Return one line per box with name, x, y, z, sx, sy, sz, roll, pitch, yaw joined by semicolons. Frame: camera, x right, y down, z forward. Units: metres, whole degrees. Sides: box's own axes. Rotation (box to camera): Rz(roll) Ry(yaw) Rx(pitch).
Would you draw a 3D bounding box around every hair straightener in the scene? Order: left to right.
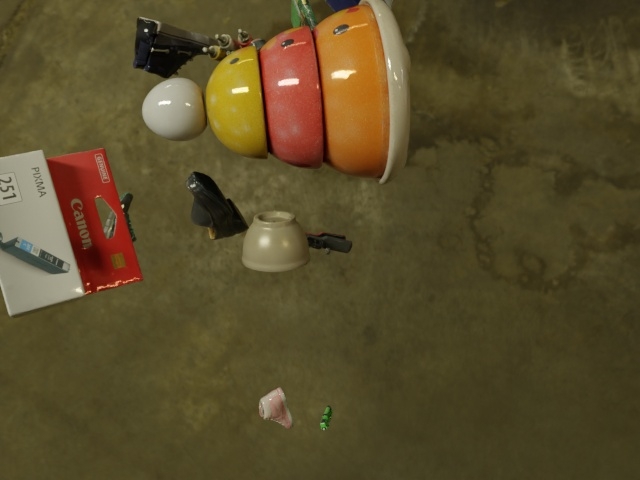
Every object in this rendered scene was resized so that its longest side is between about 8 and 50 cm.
hair straightener;0.000;0.000;1.851;0.089;0.230;0.047;41;110;50

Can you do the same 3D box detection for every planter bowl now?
planter bowl;-0.105;-0.006;1.545;0.162;0.109;0.162;-1;20;0

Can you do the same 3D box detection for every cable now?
cable;-0.171;-0.447;1.638;0.139;0.287;0.072;-20;84;13

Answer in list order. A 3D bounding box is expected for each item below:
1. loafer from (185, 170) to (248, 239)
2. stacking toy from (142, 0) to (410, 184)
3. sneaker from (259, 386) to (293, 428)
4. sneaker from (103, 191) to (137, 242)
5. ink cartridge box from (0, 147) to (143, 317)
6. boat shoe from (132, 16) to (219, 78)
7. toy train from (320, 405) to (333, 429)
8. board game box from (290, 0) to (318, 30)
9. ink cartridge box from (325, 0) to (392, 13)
loafer;-0.159;-0.042;0.959;0.061;0.170;0.062;-32;62;0
stacking toy;-0.090;-0.256;1.241;0.480;0.350;0.350;-7;57;-6
sneaker;-0.110;0.413;1.597;0.070;0.134;0.051;-25;40;-16
sneaker;-0.446;-0.025;1.497;0.076;0.065;0.166;21;81;-12
ink cartridge box;-0.505;-0.029;1.290;0.261;0.066;0.296;-16;87;-26
boat shoe;-0.452;-0.582;2.074;0.127;0.340;0.158;22;104;28
toy train;0.014;0.417;1.568;0.017;0.023;0.083;-12;16;15
board game box;-0.042;-0.599;1.877;0.030;0.136;0.259;-11;57;-10
ink cartridge box;0.069;-0.672;1.494;0.071;0.324;0.330;-6;63;37
